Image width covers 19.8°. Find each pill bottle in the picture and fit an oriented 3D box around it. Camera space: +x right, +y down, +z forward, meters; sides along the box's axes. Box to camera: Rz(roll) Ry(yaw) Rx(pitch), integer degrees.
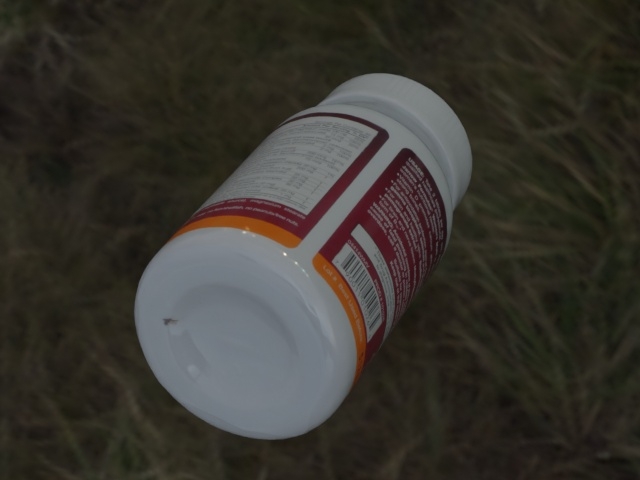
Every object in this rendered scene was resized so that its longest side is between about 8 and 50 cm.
[{"bbox_3d":[0.000,0.000,0.991,0.121,0.221,0.121,13,123,20],"label":"pill bottle"}]
